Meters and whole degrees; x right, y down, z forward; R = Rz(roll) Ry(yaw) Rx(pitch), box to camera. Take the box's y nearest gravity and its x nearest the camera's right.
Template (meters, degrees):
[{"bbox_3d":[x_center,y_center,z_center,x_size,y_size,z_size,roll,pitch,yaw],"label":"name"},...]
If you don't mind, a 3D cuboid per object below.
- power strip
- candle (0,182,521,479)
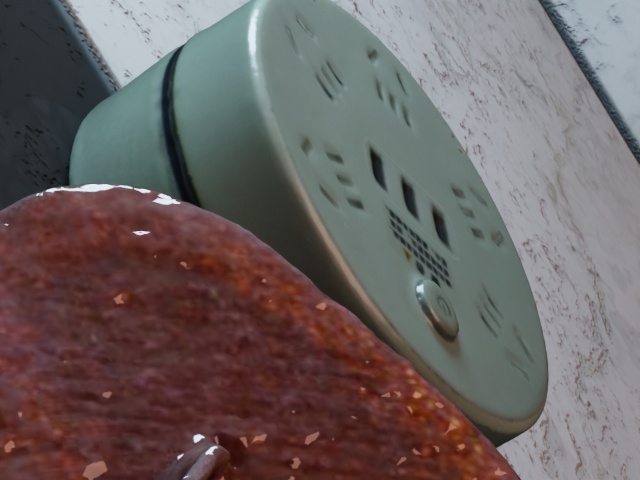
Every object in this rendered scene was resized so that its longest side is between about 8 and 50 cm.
[{"bbox_3d":[0.000,0.000,1.162,0.357,0.161,0.357,45,26,-29],"label":"power strip"},{"bbox_3d":[-0.046,0.123,0.780,0.287,0.131,0.317,9,50,-12],"label":"candle"}]
